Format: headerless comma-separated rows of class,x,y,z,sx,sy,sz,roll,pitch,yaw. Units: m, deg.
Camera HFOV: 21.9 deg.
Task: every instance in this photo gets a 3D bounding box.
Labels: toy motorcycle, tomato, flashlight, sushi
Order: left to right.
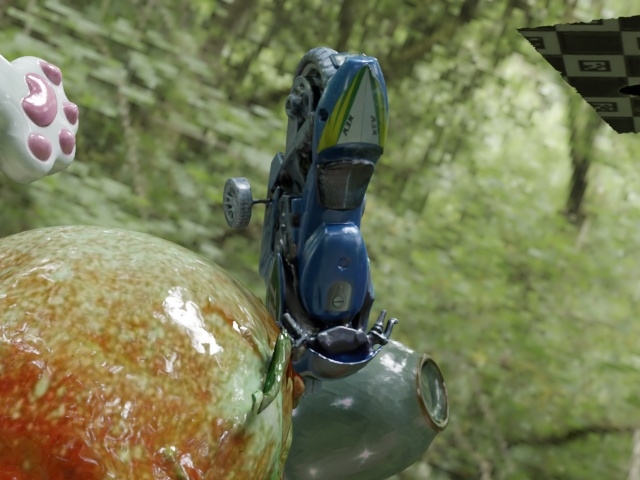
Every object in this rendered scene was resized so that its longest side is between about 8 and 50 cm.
flashlight,-0.227,-0.112,1.056,0.047,0.093,0.200,-21,-41,28
tomato,-0.143,0.145,0.910,0.239,0.303,0.303,12,1,5
toy motorcycle,0.000,0.000,1.065,0.092,0.254,0.135,-1,18,-22
sushi,0.410,-0.204,1.721,0.320,0.068,0.339,-3,-17,30

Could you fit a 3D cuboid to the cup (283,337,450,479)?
cup,0.049,0.170,1.682,0.150,0.199,0.199,-15,-14,23
